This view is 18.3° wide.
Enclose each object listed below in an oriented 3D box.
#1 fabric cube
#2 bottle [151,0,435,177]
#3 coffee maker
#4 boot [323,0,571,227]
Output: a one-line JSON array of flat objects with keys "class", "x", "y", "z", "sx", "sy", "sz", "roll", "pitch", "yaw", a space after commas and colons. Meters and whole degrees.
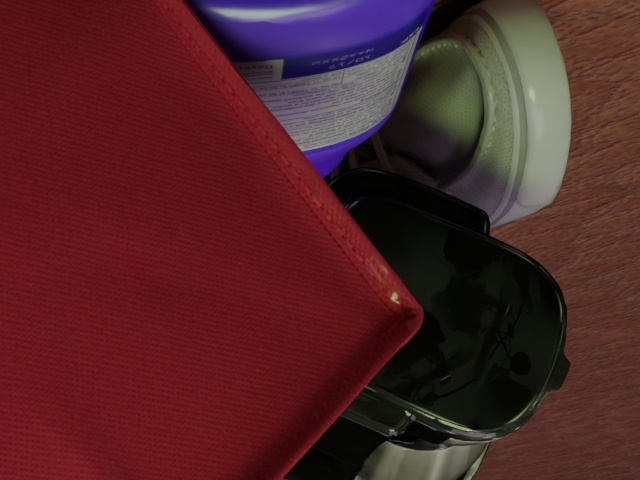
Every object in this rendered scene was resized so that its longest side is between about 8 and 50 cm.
[{"class": "fabric cube", "x": -0.181, "y": 0.037, "z": 0.597, "sx": 0.258, "sy": 0.254, "sz": 0.259, "roll": -28, "pitch": -168, "yaw": 47}, {"class": "bottle", "x": -0.024, "y": -0.076, "z": 0.742, "sx": 0.118, "sy": 0.092, "sz": 0.283, "roll": -6, "pitch": 167, "yaw": -5}, {"class": "coffee maker", "x": 0.009, "y": 0.050, "z": 0.874, "sx": 0.171, "sy": 0.120, "sz": 0.178, "roll": 1, "pitch": 162, "yaw": -5}, {"class": "boot", "x": 0.024, "y": -0.032, "z": 0.926, "sx": 0.123, "sy": 0.095, "sz": 0.258, "roll": -14, "pitch": 166, "yaw": -15}]
